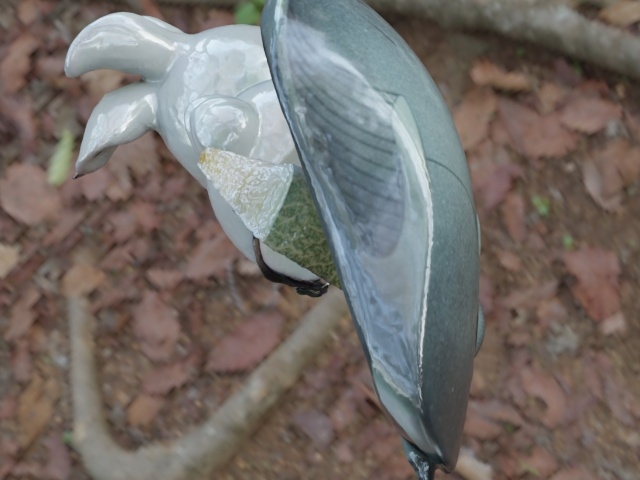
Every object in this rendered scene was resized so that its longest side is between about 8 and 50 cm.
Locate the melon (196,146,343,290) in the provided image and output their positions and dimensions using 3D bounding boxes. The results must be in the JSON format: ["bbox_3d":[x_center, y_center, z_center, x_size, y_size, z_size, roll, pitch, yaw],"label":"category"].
[{"bbox_3d":[0.003,0.001,1.207,0.098,0.182,0.054,28,84,51],"label":"melon"}]

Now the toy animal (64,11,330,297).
[{"bbox_3d":[-0.067,-0.098,1.623,0.310,0.247,0.182,44,131,47],"label":"toy animal"}]

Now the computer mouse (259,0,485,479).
[{"bbox_3d":[0.053,0.017,1.020,0.090,0.167,0.379,-17,84,4],"label":"computer mouse"}]
